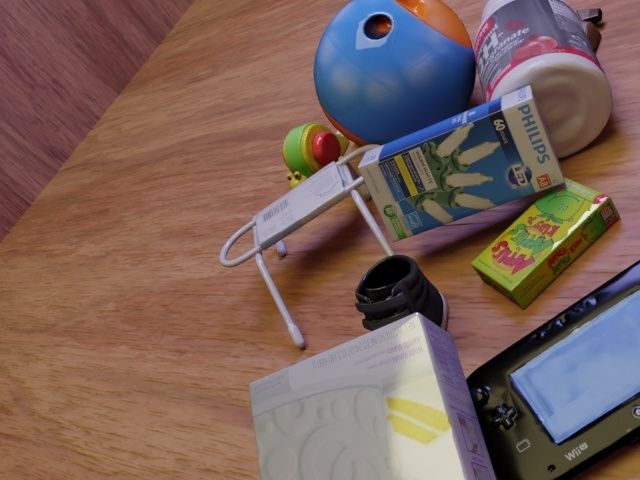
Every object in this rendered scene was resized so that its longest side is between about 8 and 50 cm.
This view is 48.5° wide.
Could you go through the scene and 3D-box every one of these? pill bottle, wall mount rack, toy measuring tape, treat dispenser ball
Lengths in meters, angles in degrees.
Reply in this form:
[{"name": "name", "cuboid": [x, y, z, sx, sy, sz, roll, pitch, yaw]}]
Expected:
[{"name": "pill bottle", "cuboid": [0.342, -0.287, 1.143, 0.176, 0.176, 0.318, -24, 36, 24]}, {"name": "wall mount rack", "cuboid": [0.000, 0.000, 1.214, 0.350, 0.130, 0.304, -33, 30, 12]}, {"name": "toy measuring tape", "cuboid": [0.004, -0.230, 1.478, 0.121, 0.121, 0.330, -7, 46, 41]}, {"name": "treat dispenser ball", "cuboid": [0.131, -0.300, 1.270, 0.288, 0.288, 0.288, -27, 36, 21]}]

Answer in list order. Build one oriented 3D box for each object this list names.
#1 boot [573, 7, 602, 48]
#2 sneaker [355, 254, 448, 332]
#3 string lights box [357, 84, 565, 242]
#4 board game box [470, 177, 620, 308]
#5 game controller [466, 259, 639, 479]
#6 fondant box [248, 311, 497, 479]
[{"name": "boot", "cuboid": [0.448, -0.364, 1.256, 0.087, 0.042, 0.118, -11, 42, 47]}, {"name": "sneaker", "cuboid": [0.096, 0.145, 0.919, 0.105, 0.147, 0.295, -18, 41, 29]}, {"name": "string lights box", "cuboid": [0.202, -0.108, 1.030, 0.260, 0.133, 0.077, -21, 18, 22]}, {"name": "board game box", "cuboid": [0.304, 0.000, 0.969, 0.181, 0.043, 0.092, -43, 33, -3]}, {"name": "game controller", "cuboid": [0.310, 0.141, 0.780, 0.319, 0.067, 0.166, -36, 33, 8]}, {"name": "fondant box", "cuboid": [0.062, 0.275, 0.763, 0.238, 0.096, 0.330, -27, 56, 21]}]
